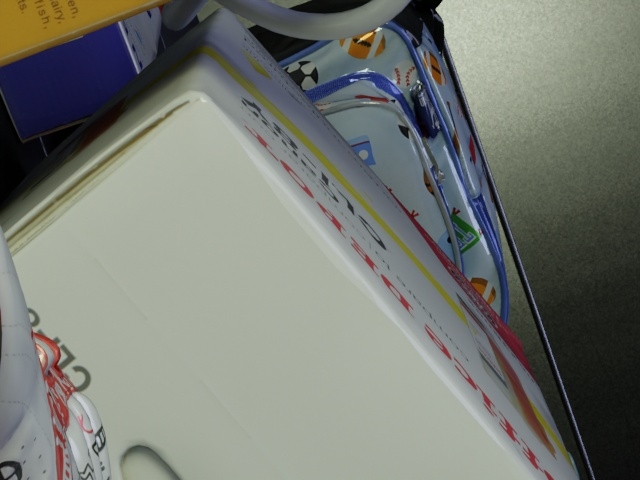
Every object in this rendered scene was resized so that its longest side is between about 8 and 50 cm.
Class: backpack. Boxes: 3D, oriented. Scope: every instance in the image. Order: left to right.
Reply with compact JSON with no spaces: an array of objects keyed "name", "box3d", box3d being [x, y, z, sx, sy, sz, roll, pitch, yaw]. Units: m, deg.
[{"name":"backpack","box3d":[0.000,0.000,1.216,0.213,0.276,0.263,-86,151,-62]}]

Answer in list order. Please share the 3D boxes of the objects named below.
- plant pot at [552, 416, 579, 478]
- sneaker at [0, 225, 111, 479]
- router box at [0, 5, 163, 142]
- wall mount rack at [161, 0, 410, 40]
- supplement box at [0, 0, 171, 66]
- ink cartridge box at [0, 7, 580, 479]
[{"name":"plant pot","box3d":[0.065,0.228,1.303,0.247,0.252,0.248,-96,167,-81]},{"name":"sneaker","box3d":[-0.118,0.042,0.542,0.145,0.090,0.270,-105,-177,-61]},{"name":"router box","box3d":[-0.196,-0.258,1.187,0.301,0.082,0.335,-101,172,-72]},{"name":"wall mount rack","box3d":[-0.069,-0.256,0.819,0.350,0.304,0.130,32,43,-16]},{"name":"supplement box","box3d":[-0.092,-0.127,0.762,0.078,0.233,0.080,-100,172,-73]},{"name":"ink cartridge box","box3d":[-0.020,0.053,0.920,0.279,0.160,0.385,49,7,-10]}]
